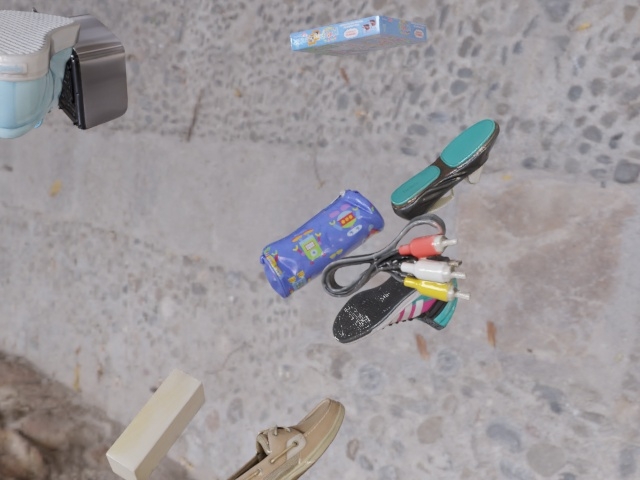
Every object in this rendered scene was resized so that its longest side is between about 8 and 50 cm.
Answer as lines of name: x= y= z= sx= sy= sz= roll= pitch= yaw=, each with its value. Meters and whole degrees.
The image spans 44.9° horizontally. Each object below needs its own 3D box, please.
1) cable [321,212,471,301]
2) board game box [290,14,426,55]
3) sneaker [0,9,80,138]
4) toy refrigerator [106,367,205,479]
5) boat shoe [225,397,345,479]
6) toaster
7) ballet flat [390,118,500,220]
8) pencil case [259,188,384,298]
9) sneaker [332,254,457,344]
cable: x=0.109 y=0.036 z=1.273 sx=0.287 sy=0.072 sz=0.140 roll=-6 pitch=106 yaw=31
board game box: x=0.073 y=-0.393 z=1.497 sx=0.211 sy=0.160 sz=0.039 roll=0 pitch=96 yaw=40
sneaker: x=-0.455 y=-0.257 z=1.183 sx=0.366 sy=0.135 sz=0.150 roll=-99 pitch=20 yaw=-64
toy refrigerator: x=-0.399 y=0.451 z=1.887 sx=0.094 sy=0.270 sz=0.102 roll=25 pitch=144 yaw=18
boat shoe: x=-0.080 y=0.434 z=1.587 sx=0.110 sy=0.341 sz=0.121 roll=49 pitch=148 yaw=-3
toaster: x=-0.455 y=-0.332 z=1.471 sx=0.168 sy=0.110 sz=0.186 roll=42 pitch=140 yaw=34
ballet flat: x=0.273 y=-0.140 z=1.636 sx=0.280 sy=0.096 sz=0.095 roll=-38 pitch=36 yaw=10
pencil case: x=0.000 y=0.000 z=1.771 sx=0.133 sy=0.306 sz=0.119 roll=55 pitch=167 yaw=-6
sneaker: x=0.182 y=0.150 z=1.685 sx=0.295 sy=0.178 sz=0.124 roll=-37 pitch=44 yaw=16
